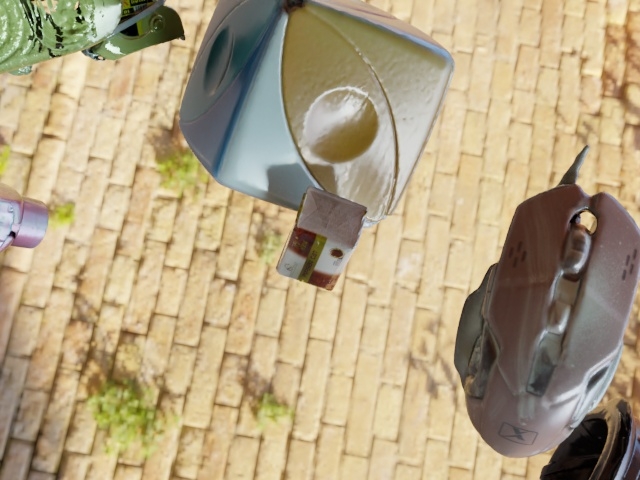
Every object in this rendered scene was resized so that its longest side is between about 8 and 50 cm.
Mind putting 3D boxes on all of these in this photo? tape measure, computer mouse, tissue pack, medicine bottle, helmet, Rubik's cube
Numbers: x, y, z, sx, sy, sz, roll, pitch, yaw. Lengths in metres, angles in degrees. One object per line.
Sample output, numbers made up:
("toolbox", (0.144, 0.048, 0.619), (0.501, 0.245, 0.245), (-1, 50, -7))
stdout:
("tape measure", (-0.332, -0.383, 1.564), (0.087, 0.177, 0.154), (23, -46, 47))
("computer mouse", (0.278, 0.079, 1.091), (0.115, 0.200, 0.389), (-57, 162, -83))
("tissue pack", (0.000, 0.001, 1.494), (0.148, 0.106, 0.099), (114, -3, -57))
("medicine bottle", (-0.510, -0.042, 1.391), (0.188, 0.119, 0.094), (15, 102, -47))
("helmet", (0.433, 0.374, 1.379), (0.279, 0.160, 0.230), (-58, 180, 40))
("Rubik's cube", (-0.020, -0.258, 1.618), (0.347, 0.352, 0.351), (-67, -150, 18))

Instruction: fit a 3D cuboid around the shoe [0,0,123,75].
("shoe", (-0.331, -0.236, 0.971), (0.128, 0.262, 0.140), (-92, 172, -71))
